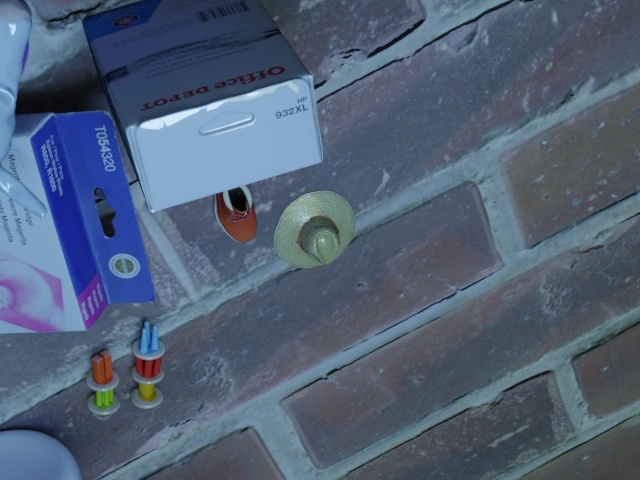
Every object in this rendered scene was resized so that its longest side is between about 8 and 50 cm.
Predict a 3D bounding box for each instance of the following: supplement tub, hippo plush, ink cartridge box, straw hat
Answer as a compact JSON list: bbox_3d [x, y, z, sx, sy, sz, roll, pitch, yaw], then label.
[{"bbox_3d":[-0.471,0.486,1.925,0.235,0.235,0.325,-13,128,-13],"label":"supplement tub"},{"bbox_3d":[-0.476,-0.164,1.377,0.236,0.234,0.294,-21,119,-52],"label":"hippo plush"},{"bbox_3d":[-0.151,-0.191,1.529,0.223,0.307,0.129,-17,128,-10],"label":"ink cartridge box"},{"bbox_3d":[0.000,0.000,1.886,0.144,0.061,0.144,-11,127,-16],"label":"straw hat"},{"bbox_3d":[-0.412,-0.014,1.634,0.330,0.071,0.324,-3,127,8],"label":"ink cartridge box"}]

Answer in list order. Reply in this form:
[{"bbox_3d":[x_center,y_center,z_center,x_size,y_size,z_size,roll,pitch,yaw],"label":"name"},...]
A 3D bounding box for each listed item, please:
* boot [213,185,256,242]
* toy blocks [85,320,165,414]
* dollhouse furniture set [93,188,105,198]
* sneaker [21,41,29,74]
[{"bbox_3d":[-0.122,-0.046,1.790,0.059,0.084,0.158,-23,130,-8],"label":"boot"},{"bbox_3d":[-0.302,0.194,1.904,0.123,0.054,0.148,-6,125,-19],"label":"toy blocks"},{"bbox_3d":[-0.347,-0.026,1.712,0.091,0.081,0.114,11,119,-28],"label":"dollhouse furniture set"},{"bbox_3d":[-0.397,-0.292,1.489,0.095,0.104,0.236,-10,125,-14],"label":"sneaker"}]
